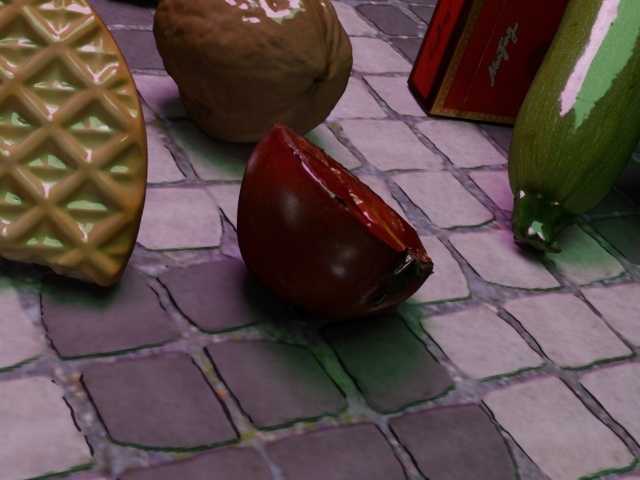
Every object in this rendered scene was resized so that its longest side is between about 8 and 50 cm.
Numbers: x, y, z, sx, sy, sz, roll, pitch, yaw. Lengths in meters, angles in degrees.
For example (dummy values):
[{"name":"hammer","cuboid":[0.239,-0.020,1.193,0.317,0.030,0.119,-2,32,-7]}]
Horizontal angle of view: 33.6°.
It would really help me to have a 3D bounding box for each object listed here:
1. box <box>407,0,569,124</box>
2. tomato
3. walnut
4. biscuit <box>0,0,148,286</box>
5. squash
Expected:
[{"name":"box","cuboid":[0.222,-0.189,1.041,0.239,0.153,0.074,4,39,-23]},{"name":"tomato","cuboid":[0.000,0.000,0.707,0.139,0.091,0.159,48,14,23]},{"name":"walnut","cuboid":[-0.054,-0.150,0.854,0.166,0.149,0.166,25,-1,0]},{"name":"biscuit","cuboid":[-0.246,-0.100,0.646,0.309,0.205,0.040,16,-8,-7]},{"name":"squash","cuboid":[0.250,-0.163,0.913,0.107,0.107,0.395,23,72,6]}]
